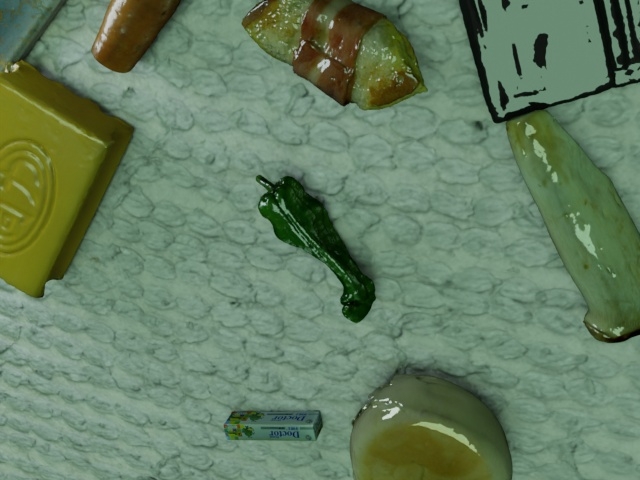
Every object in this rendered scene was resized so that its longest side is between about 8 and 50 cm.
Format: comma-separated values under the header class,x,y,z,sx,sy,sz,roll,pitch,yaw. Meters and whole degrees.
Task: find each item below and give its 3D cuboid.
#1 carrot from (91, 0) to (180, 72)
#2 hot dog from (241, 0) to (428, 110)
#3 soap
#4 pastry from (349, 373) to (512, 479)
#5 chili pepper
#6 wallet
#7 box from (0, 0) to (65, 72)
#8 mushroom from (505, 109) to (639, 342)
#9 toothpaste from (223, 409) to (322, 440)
class,x,y,z,sx,sy,sz,roll,pitch,yaw
carrot,-0.237,-0.313,0.900,0.087,0.087,0.193,34,118,0
hot dog,0.028,-0.245,0.851,0.261,0.093,0.123,37,126,15
soap,-0.446,-0.084,1.031,0.204,0.096,0.324,31,116,-6
pastry,0.162,0.327,1.022,0.265,0.133,0.264,6,113,14
chili pepper,-0.004,0.004,0.954,0.074,0.100,0.257,-36,101,30
wallet,0.325,-0.296,0.773,0.323,0.041,0.247,-16,106,13
box,-0.432,-0.370,0.952,0.142,0.044,0.285,45,116,-10
mushroom,0.338,-0.020,0.853,0.333,0.107,0.087,62,155,-12
toothpaste,-0.080,0.310,1.131,0.164,0.046,0.034,-4,107,17
